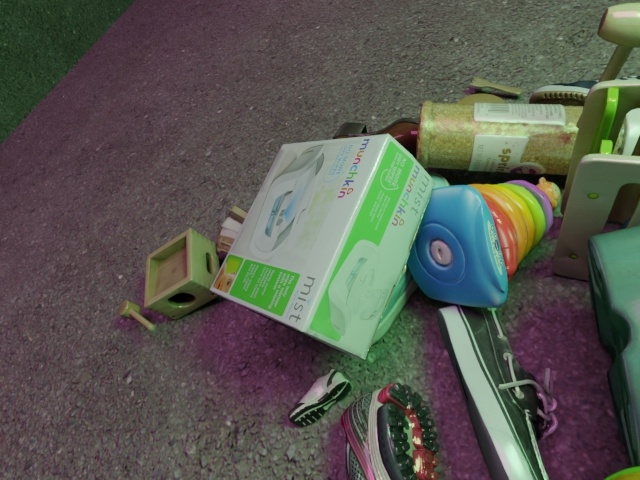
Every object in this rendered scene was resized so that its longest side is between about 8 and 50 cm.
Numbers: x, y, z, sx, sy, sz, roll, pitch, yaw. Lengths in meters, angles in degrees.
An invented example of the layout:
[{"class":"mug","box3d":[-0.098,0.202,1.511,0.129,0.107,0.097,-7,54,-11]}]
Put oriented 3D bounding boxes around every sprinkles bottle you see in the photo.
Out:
[{"class":"sprinkles bottle","box3d":[0.346,-0.171,0.735,0.355,0.121,0.121,6,57,14]}]

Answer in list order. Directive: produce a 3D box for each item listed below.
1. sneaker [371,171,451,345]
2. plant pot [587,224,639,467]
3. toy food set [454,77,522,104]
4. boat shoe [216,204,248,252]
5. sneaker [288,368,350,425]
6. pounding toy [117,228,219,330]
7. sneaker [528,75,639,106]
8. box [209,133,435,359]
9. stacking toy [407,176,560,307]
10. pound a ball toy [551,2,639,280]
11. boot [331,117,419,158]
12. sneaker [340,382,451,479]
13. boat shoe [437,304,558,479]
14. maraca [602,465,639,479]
[{"class":"sneaker","box3d":[0.122,0.002,0.727,0.135,0.150,0.366,17,64,32]},{"class":"plant pot","box3d":[0.464,0.095,0.409,0.334,0.341,0.341,-11,51,27]},{"class":"toy food set","box3d":[0.332,-0.264,0.919,0.132,0.038,0.192,29,65,30]},{"class":"boat shoe","box3d":[-0.095,0.035,0.839,0.302,0.113,0.103,32,91,43]},{"class":"sneaker","box3d":[-0.004,0.245,0.679,0.109,0.040,0.044,-34,32,-8]},{"class":"pounding toy","box3d":[-0.303,0.111,0.880,0.206,0.094,0.181,-29,51,18]},{"class":"sneaker","box3d":[0.540,-0.266,0.779,0.282,0.099,0.153,18,66,29]},{"class":"box","box3d":[0.000,0.000,0.617,0.231,0.126,0.262,11,72,50]},{"class":"stacking toy","box3d":[0.286,-0.031,0.673,0.301,0.175,0.165,-22,10,-29]},{"class":"pound a ball toy","box3d":[0.402,-0.104,0.562,0.135,0.319,0.208,10,62,26]},{"class":"boot","box3d":[0.093,-0.118,0.873,0.264,0.096,0.280,13,64,26]},{"class":"sneaker","box3d":[0.092,0.336,0.525,0.112,0.121,0.299,-35,42,36]},{"class":"boat shoe","box3d":[0.240,0.202,0.551,0.105,0.113,0.306,-14,35,6]},{"class":"maraca","box3d":[0.279,0.284,0.370,0.186,0.099,0.127,-61,35,13]}]
